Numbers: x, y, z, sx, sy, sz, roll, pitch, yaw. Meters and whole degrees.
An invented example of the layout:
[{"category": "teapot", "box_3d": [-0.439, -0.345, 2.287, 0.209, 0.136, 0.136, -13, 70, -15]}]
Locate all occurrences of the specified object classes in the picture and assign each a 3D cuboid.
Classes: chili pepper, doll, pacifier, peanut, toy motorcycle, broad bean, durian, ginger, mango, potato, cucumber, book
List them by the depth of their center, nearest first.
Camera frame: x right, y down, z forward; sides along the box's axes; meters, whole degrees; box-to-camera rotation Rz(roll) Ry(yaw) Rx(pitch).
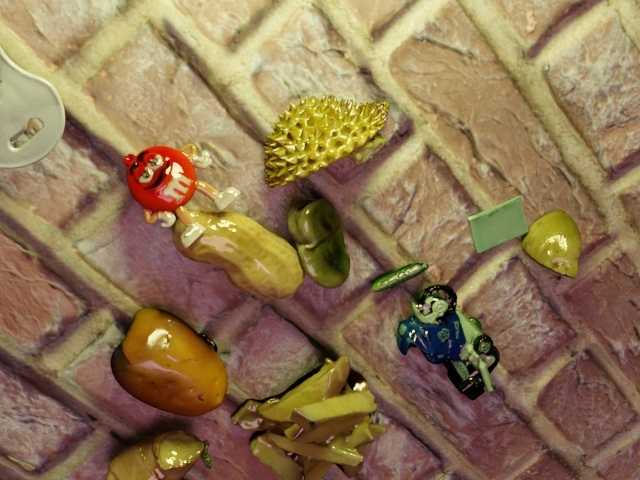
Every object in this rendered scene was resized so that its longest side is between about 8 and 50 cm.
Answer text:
[{"category": "pacifier", "box_3d": [-0.593, -0.217, 1.299, 0.244, 0.233, 0.299, -41, 120, 11]}, {"category": "doll", "box_3d": [-0.287, -0.111, 1.506, 0.217, 0.085, 0.183, 42, 79, 0]}, {"category": "durian", "box_3d": [0.019, -0.200, 1.541, 0.306, 0.172, 0.166, -33, 146, -6]}, {"category": "peanut", "box_3d": [-0.167, 0.025, 1.612, 0.305, 0.147, 0.147, 35, 104, -27]}, {"category": "broad bean", "box_3d": [0.002, 0.000, 1.652, 0.153, 0.072, 0.207, -48, 126, -34]}, {"category": "mango", "box_3d": [-0.327, 0.284, 1.697, 0.287, 0.153, 0.201, 36, 114, -26]}, {"category": "potato", "box_3d": [0.550, 0.000, 1.800, 0.081, 0.149, 0.120, 13, 111, -28]}, {"category": "cucumber", "box_3d": [0.190, 0.083, 1.803, 0.155, 0.037, 0.037, -24, 122, 0]}, {"category": "ginger", "box_3d": [-0.394, 0.527, 1.808, 0.267, 0.138, 0.152, -35, 164, 7]}, {"category": "book", "box_3d": [0.420, -0.035, 1.817, 0.135, 0.017, 0.103, -23, 119, -4]}, {"category": "ginger", "box_3d": [-0.013, 0.489, 1.868, 0.358, 0.211, 0.413, -18, 122, -4]}, {"category": "toy motorcycle", "box_3d": [0.309, 0.254, 1.888, 0.196, 0.125, 0.331, -36, 118, 7]}, {"category": "chili pepper", "box_3d": [-0.286, 0.537, 1.920, 0.027, 0.022, 0.083, -8, 115, -10]}]
